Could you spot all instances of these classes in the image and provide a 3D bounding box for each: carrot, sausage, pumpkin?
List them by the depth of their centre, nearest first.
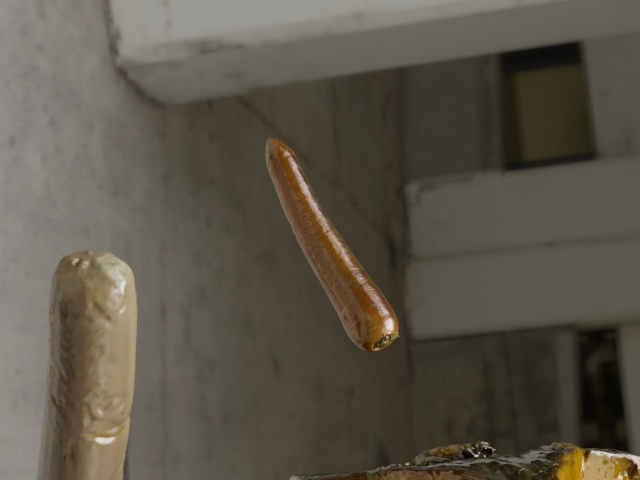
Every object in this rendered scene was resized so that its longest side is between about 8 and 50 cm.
[{"bbox_3d":[-0.164,0.140,1.010,0.066,0.066,0.301,-77,180,-59],"label":"sausage"},{"bbox_3d":[0.000,0.000,1.092,0.190,0.037,0.037,59,3,22],"label":"carrot"},{"bbox_3d":[0.100,0.200,1.105,0.258,0.290,0.095,16,65,-51],"label":"pumpkin"}]
